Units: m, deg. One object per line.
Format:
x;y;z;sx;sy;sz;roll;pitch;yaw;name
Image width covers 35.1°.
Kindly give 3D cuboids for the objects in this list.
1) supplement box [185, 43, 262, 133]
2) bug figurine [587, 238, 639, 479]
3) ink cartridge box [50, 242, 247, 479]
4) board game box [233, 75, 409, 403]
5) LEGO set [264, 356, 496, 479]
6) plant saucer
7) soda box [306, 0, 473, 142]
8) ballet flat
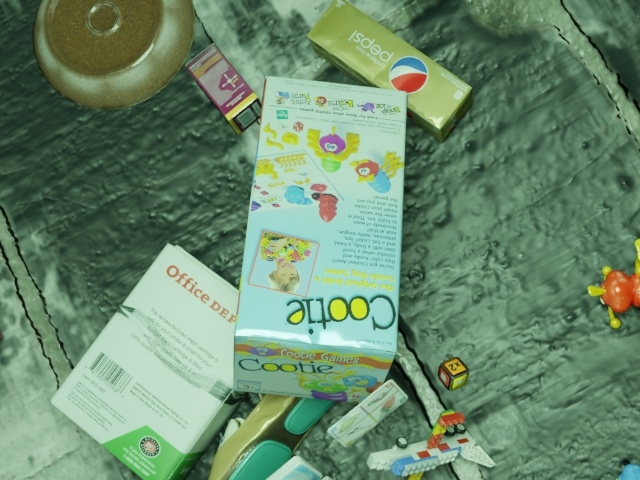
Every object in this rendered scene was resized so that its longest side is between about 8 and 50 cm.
-0.104;-0.167;1.120;0.043;0.055;0.083;-39;78;0;supplement box
0.372;0.139;0.982;0.216;0.072;0.279;-1;76;3;bug figurine
-0.152;0.130;1.060;0.153;0.087;0.208;37;88;13;ink cartridge box
0.000;0.000;0.976;0.144;0.142;0.275;7;61;-2;board game box
0.061;0.218;0.965;0.244;0.182;0.060;-39;52;0;LEGO set
-0.245;-0.250;1.166;0.199;0.036;0.198;-2;81;10;plant saucer
0.075;-0.184;1.089;0.181;0.061;0.058;37;89;13;soda box
-0.052;0.191;1.053;0.232;0.080;0.073;-49;49;-3;ballet flat
